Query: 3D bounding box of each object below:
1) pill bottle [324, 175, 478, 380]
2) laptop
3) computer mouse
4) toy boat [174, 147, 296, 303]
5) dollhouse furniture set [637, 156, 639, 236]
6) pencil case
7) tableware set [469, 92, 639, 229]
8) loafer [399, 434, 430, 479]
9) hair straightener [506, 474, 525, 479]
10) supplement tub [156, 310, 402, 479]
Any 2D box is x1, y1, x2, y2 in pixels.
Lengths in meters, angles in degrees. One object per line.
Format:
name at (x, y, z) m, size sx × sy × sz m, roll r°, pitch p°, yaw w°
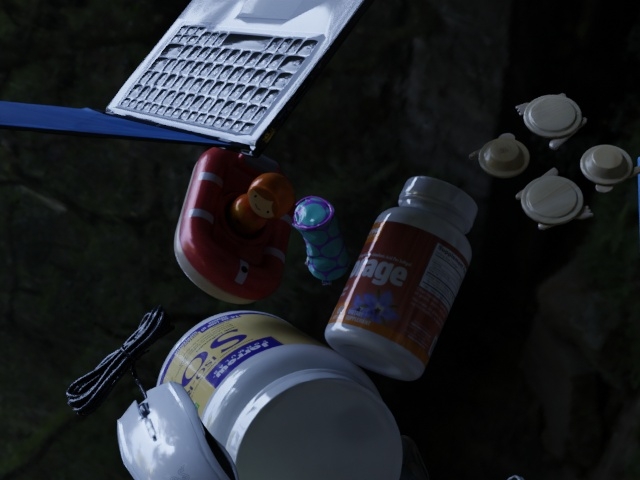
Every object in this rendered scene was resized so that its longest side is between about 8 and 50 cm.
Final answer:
pill bottle at (0.099, 0.040, 1.304) m, size 0.121 × 0.121 × 0.216 m, roll 70°, pitch -137°, yaw -65°
laptop at (-0.201, -0.226, 1.235) m, size 0.236 × 0.382 × 0.408 m, roll 44°, pitch -104°, yaw -33°
computer mouse at (-0.122, 0.138, 0.858) m, size 0.106 × 0.193 × 0.042 m, roll -39°, pitch -41°, yaw -3°
toy boat at (-0.089, -0.035, 1.469) m, size 0.151 × 0.151 × 0.231 m, roll -37°, pitch 34°, yaw 45°
dollhouse furniture set at (0.521, 0.011, 1.274) m, size 0.286 × 0.198 × 0.303 m, roll 165°, pitch 103°, yaw -73°
pencil case at (0.000, 0.000, 1.692) m, size 0.151 × 0.070 × 0.064 m, roll 72°, pitch -170°, yaw -54°
tableware set at (0.252, -0.087, 1.235) m, size 0.141 × 0.168 × 0.020 m, roll -31°, pitch -35°, yaw -13°
loafer at (0.139, 0.378, 1.528) m, size 0.084 × 0.096 × 0.267 m, roll -56°, pitch -45°, yaw -47°
hair straightener at (0.178, 0.286, 0.918) m, size 0.047 × 0.089 × 0.230 m, roll -64°, pitch -42°, yaw -62°
supplement tub at (-0.059, 0.230, 1.419) m, size 0.241 × 0.241 × 0.331 m, roll -62°, pitch 22°, yaw -4°
